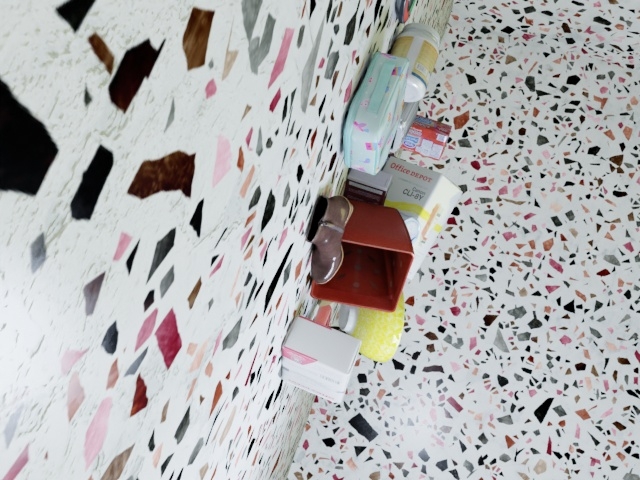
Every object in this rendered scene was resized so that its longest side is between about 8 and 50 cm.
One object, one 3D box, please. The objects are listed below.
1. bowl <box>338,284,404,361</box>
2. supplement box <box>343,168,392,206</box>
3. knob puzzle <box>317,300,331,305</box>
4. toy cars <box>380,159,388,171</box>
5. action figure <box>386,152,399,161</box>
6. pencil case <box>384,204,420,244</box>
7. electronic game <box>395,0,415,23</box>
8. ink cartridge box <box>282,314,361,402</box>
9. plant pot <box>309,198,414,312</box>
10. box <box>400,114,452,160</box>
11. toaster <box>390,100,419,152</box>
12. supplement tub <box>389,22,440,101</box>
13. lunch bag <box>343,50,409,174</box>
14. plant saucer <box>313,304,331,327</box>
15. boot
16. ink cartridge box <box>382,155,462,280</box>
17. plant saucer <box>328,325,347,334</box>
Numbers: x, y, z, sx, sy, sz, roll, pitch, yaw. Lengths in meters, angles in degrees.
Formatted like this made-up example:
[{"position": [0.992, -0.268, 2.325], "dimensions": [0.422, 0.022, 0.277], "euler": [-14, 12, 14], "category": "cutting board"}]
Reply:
[{"position": [0.150, 0.247, 1.943], "dimensions": [0.289, 0.156, 0.290], "euler": [-171, -90, -76], "category": "bowl"}, {"position": [0.139, -0.124, 1.882], "dimensions": [0.239, 0.130, 0.073], "euler": [101, 11, -49], "category": "supplement box"}, {"position": [0.061, 0.172, 2.172], "dimensions": [0.213, 0.030, 0.213], "euler": [-36, 159, -16], "category": "knob puzzle"}, {"position": [0.222, -0.214, 2.379], "dimensions": [0.394, 0.087, 0.176], "euler": [99, 12, -49], "category": "toy cars"}, {"position": [0.393, -0.273, 2.825], "dimensions": [0.370, 0.275, 0.248], "euler": [47, 55, -65], "category": "action figure"}, {"position": [0.219, -0.069, 2.054], "dimensions": [0.124, 0.273, 0.114], "euler": [27, 93, -47], "category": "pencil case"}, {"position": [0.255, -0.710, 1.610], "dimensions": [0.229, 0.048, 0.229], "euler": [19, 90, -82], "category": "electronic game"}, {"position": [-0.004, 0.362, 1.769], "dimensions": [0.283, 0.207, 0.117], "euler": [97, 16, -59], "category": "ink cartridge box"}, {"position": [0.129, 0.027, 1.796], "dimensions": [0.236, 0.267, 0.267], "euler": [-79, 180, -47], "category": "plant pot"}, {"position": [0.425, -0.461, 2.562], "dimensions": [0.123, 0.256, 0.128], "euler": [-57, 164, -52], "category": "box"}, {"position": [0.238, -0.396, 1.947], "dimensions": [0.227, 0.129, 0.146], "euler": [97, 18, -64], "category": "toaster"}, {"position": [0.276, -0.540, 1.791], "dimensions": [0.144, 0.144, 0.200], "euler": [76, 35, -75], "category": "supplement tub"}, {"position": [0.140, -0.330, 1.501], "dimensions": [0.224, 0.107, 0.279], "euler": [80, 28, -64], "category": "lunch bag"}, {"position": [-0.015, 0.388, 2.320], "dimensions": [0.259, 0.047, 0.258], "euler": [97, 15, -59], "category": "plant saucer"}, {"position": [0.000, 0.000, 1.512], "dimensions": [0.207, 0.090, 0.249], "euler": [-3, 114, -68], "category": "boot"}, {"position": [0.300, -0.091, 2.199], "dimensions": [0.160, 0.279, 0.385], "euler": [30, 90, -43], "category": "ink cartridge box"}, {"position": [0.005, 0.324, 2.002], "dimensions": [0.168, 0.168, 0.029], "euler": [-32, 108, -77], "category": "plant saucer"}]
